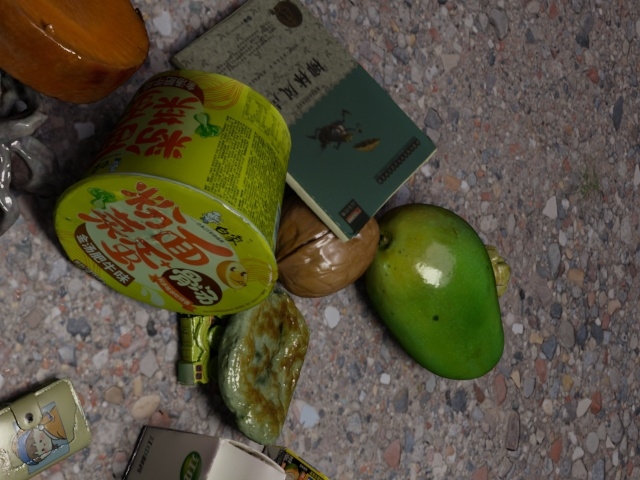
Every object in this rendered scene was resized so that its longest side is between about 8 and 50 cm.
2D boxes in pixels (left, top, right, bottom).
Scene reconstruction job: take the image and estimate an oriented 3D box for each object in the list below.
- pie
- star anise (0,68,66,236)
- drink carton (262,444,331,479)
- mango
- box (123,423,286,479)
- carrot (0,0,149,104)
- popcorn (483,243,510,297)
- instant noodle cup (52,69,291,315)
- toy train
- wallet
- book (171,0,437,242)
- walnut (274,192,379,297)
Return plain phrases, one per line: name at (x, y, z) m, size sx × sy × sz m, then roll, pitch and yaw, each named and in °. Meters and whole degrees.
pie at (-0.081, 0.187, 1.698) m, size 0.240 × 0.054 × 0.241 m, roll 4°, pitch 86°, yaw -63°
star anise at (-0.432, -0.145, 1.348) m, size 0.359 × 0.139 × 0.316 m, roll 34°, pitch 56°, yaw -44°
drink carton at (-0.031, 0.393, 1.774) m, size 0.165 × 0.056 × 0.071 m, roll 42°, pitch 64°, yaw -35°
mango at (0.207, 0.092, 1.914) m, size 0.382 × 0.201 × 0.225 m, roll 53°, pitch 46°, yaw -32°
box at (-0.199, 0.433, 1.530) m, size 0.145 × 0.173 × 0.333 m, roll 36°, pitch 65°, yaw -37°
carrot at (-0.352, -0.311, 1.398) m, size 0.307 × 0.100 × 0.258 m, roll 47°, pitch 27°, yaw -19°
popcorn at (0.309, 0.060, 2.094) m, size 0.097 × 0.089 × 0.109 m, roll -106°, pitch 173°, yaw -46°
instant noodle cup at (-0.179, -0.070, 1.502) m, size 0.311 × 0.311 × 0.221 m, roll 44°, pitch 46°, yaw -34°
toy train at (-0.174, 0.086, 1.650) m, size 0.085 × 0.053 × 0.250 m, roll 0°, pitch 90°, yaw -42°
wallet at (-0.378, 0.254, 1.458) m, size 0.155 × 0.039 × 0.110 m, roll -27°, pitch 108°, yaw -42°
book at (-0.016, -0.205, 1.719) m, size 0.379 × 0.031 × 0.264 m, roll 46°, pitch 54°, yaw -3°
walnut at (0.000, 0.000, 1.747) m, size 0.207 × 0.167 × 0.167 m, roll -30°, pitch 109°, yaw -42°
